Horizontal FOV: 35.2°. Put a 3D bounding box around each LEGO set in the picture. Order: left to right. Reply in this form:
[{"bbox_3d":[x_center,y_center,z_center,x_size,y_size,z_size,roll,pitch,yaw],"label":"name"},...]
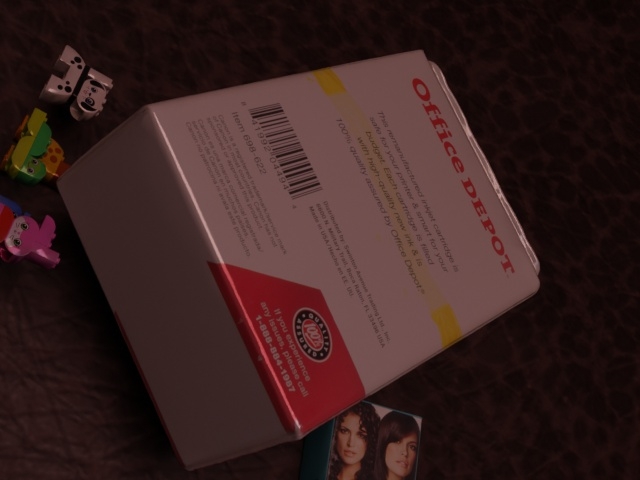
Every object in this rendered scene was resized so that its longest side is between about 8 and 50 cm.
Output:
[{"bbox_3d":[-0.239,-0.052,0.908,0.093,0.087,0.227,29,54,-21],"label":"LEGO set"}]

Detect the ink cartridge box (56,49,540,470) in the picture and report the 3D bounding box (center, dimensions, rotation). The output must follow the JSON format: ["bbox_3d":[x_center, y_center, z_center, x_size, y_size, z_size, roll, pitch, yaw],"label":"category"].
[{"bbox_3d":[0.000,0.000,0.931,0.385,0.160,0.279,-21,84,-47],"label":"ink cartridge box"}]

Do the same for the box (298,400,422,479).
[{"bbox_3d":[0.029,0.277,0.952,0.101,0.060,0.244,19,64,-23],"label":"box"}]
